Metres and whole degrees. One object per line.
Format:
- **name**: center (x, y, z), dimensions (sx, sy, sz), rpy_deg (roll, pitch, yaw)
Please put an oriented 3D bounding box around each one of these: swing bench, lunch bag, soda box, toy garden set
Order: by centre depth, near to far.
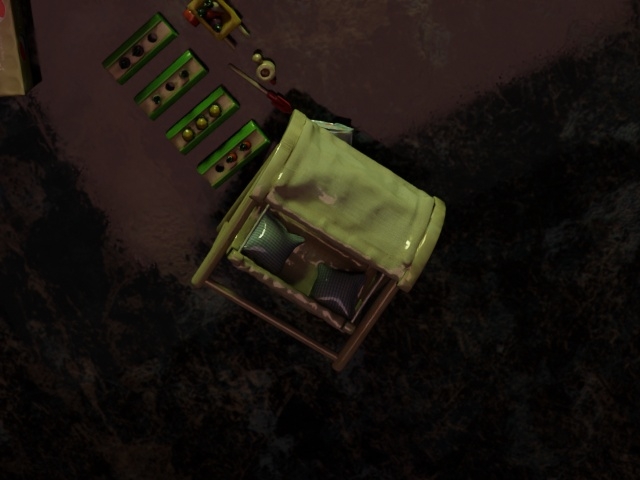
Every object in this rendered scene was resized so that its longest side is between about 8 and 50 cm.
- **soda box**: center (-0.445, -0.291, 1.509), dimensions (0.061, 0.058, 0.181), rpy_deg (-4, 108, -1)
- **swing bench**: center (0.000, 0.000, 1.529), dimensions (0.253, 0.165, 0.254), rpy_deg (31, 123, -9)
- **toy garden set**: center (-0.155, -0.221, 1.545), dimensions (0.204, 0.049, 0.244), rpy_deg (-39, 105, 10)
- **lunch bag**: center (0.003, -0.134, 1.577), dimensions (0.083, 0.053, 0.071), rpy_deg (9, 108, 7)
